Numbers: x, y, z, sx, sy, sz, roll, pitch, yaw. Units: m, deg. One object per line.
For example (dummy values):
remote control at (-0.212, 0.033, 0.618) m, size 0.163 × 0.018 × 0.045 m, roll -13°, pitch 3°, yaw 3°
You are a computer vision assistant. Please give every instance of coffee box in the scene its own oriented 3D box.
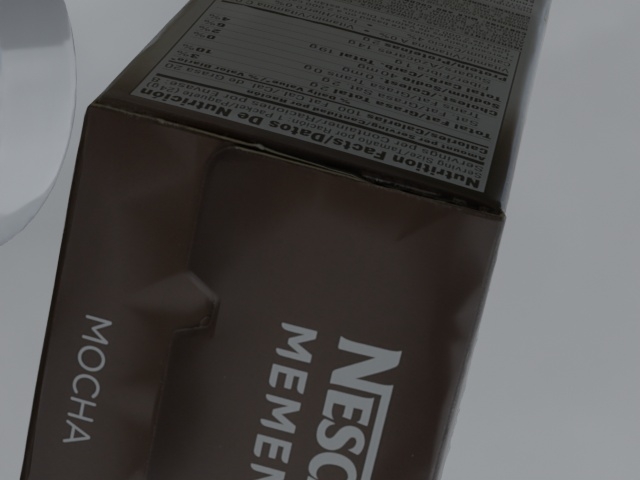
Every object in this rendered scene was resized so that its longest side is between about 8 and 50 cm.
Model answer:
coffee box at (0.000, 0.000, 0.658) m, size 0.119 × 0.168 × 0.297 m, roll 15°, pitch -157°, yaw 4°

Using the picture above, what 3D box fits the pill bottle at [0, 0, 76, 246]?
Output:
pill bottle at (-0.136, -0.028, 0.339) m, size 0.112 × 0.112 × 0.187 m, roll -2°, pitch -175°, yaw 36°
